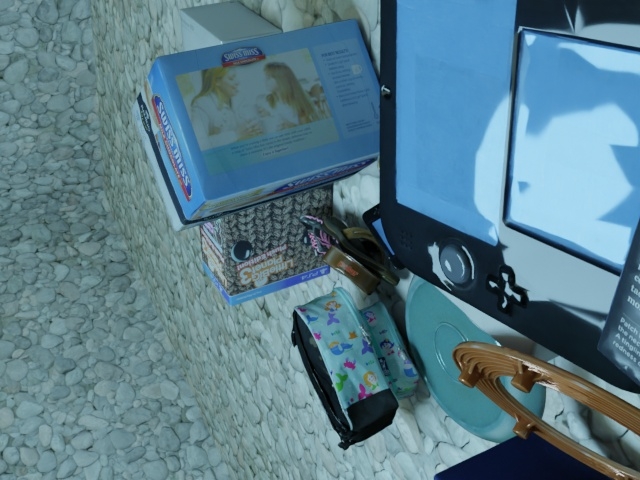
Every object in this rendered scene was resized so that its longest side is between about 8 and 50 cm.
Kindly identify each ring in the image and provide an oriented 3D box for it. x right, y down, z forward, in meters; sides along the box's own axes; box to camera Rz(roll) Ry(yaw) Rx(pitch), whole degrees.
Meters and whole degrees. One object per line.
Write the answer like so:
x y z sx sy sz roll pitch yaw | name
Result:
0.288 0.215 0.832 0.336 0.032 0.336 32 167 8 | ring

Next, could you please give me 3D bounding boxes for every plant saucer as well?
0.220 0.170 1.178 0.317 0.044 0.317 46 145 46 | plant saucer

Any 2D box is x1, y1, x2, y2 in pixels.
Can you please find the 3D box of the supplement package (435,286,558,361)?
0.249 -0.047 0.804 0.177 0.175 0.293 45 143 43 | supplement package

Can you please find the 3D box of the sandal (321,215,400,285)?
0.076 0.005 1.354 0.090 0.060 0.219 34 -171 -35 | sandal

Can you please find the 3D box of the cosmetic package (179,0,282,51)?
-0.185 -0.354 1.583 0.224 0.138 0.224 45 143 46 | cosmetic package

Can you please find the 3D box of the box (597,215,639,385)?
0.356 -0.040 0.435 0.183 0.296 0.294 47 145 45 | box

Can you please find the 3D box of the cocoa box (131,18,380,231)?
-0.092 -0.187 1.233 0.228 0.347 0.231 -24 85 66 | cocoa box

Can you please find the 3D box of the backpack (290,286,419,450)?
0.055 0.209 1.352 0.253 0.191 0.225 57 169 22 | backpack

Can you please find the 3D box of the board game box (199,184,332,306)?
-0.110 -0.050 1.506 0.141 0.232 0.291 47 146 44 | board game box

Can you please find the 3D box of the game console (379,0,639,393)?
0.169 -0.099 0.657 0.342 0.060 0.386 36 135 51 | game console

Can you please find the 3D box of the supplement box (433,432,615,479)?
0.293 0.476 1.037 0.194 0.195 0.356 32 133 56 | supplement box

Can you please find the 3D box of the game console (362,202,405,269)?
0.131 -0.035 1.201 0.122 0.107 0.071 59 -179 29 | game console

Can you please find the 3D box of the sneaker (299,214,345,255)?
0.000 0.000 1.458 0.119 0.057 0.047 42 166 -18 | sneaker

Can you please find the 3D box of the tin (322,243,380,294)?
0.056 0.055 1.342 0.106 0.040 0.189 33 178 8 | tin

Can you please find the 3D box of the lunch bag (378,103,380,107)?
0.139 -0.216 1.042 0.129 0.096 0.151 110 151 -57 | lunch bag

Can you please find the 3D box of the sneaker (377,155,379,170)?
0.119 -0.092 1.134 0.069 0.084 0.185 5 106 40 | sneaker
